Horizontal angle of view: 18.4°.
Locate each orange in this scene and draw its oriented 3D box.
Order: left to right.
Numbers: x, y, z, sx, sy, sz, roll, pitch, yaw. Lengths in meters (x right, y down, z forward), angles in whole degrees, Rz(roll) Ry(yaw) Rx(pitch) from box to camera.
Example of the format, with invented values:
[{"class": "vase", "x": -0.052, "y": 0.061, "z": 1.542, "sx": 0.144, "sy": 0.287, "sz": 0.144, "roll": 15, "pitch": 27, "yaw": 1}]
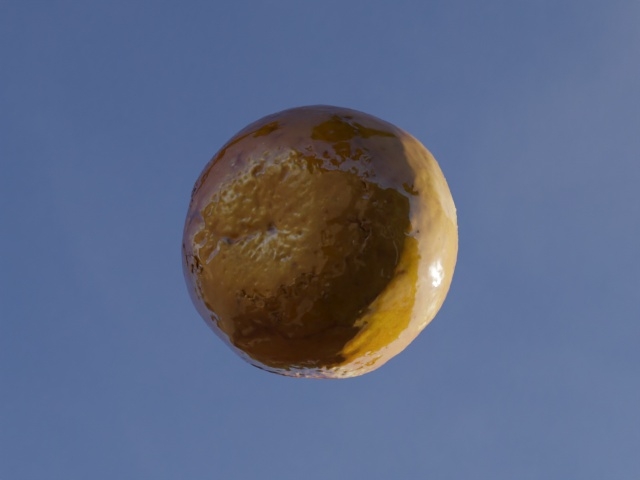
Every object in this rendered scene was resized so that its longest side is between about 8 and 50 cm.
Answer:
[{"class": "orange", "x": 0.000, "y": 0.000, "z": 0.589, "sx": 0.083, "sy": 0.083, "sz": 0.070, "roll": -11, "pitch": -20, "yaw": 23}]
